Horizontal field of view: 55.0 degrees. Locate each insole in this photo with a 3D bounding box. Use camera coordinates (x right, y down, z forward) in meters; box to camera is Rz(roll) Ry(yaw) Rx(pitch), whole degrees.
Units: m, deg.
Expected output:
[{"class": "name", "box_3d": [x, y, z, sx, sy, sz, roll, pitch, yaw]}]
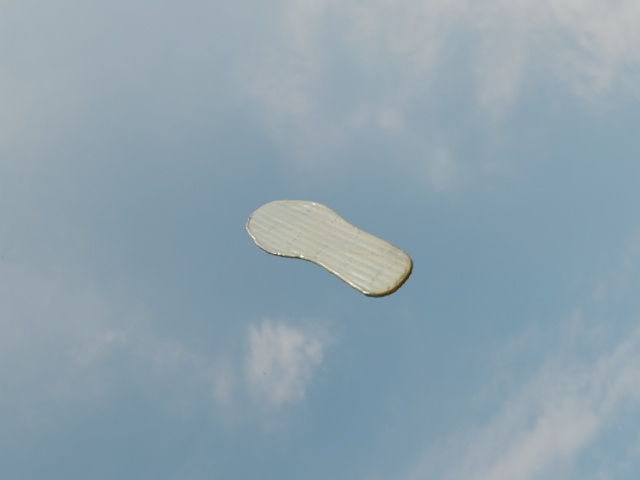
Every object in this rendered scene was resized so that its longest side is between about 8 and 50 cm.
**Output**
[{"class": "insole", "box_3d": [0.000, 0.000, 0.934, 0.119, 0.348, 0.009, -47, -48, -16]}]
